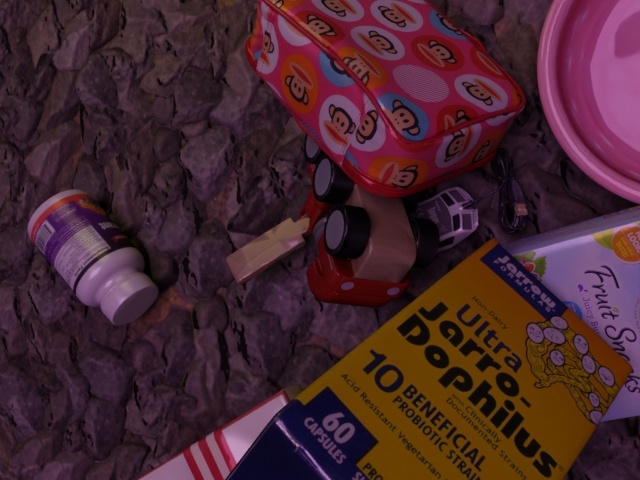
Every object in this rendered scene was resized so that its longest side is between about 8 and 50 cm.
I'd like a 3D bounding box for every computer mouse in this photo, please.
[{"bbox_3d":[0.156,-0.028,0.929,0.193,0.042,0.106,-24,67,21],"label":"computer mouse"}]

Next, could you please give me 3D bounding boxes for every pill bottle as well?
[{"bbox_3d":[-0.323,0.027,1.094,0.193,0.108,0.108,46,104,18],"label":"pill bottle"}]

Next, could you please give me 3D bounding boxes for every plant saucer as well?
[{"bbox_3d":[0.406,-0.191,0.811,0.332,0.084,0.332,-1,88,24],"label":"plant saucer"}]

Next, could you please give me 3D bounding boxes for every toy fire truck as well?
[{"bbox_3d":[0.000,0.000,0.929,0.246,0.158,0.217,121,147,-42],"label":"toy fire truck"}]

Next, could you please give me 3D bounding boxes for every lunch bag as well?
[{"bbox_3d":[0.083,-0.199,0.874,0.293,0.258,0.120,51,143,23],"label":"lunch bag"}]

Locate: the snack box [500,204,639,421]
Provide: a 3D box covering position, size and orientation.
[{"bbox_3d":[0.295,0.085,0.813,0.174,0.070,0.207,-17,101,27],"label":"snack box"}]

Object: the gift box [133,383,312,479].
[{"bbox_3d":[-0.021,0.319,0.874,0.255,0.258,0.276,-39,73,17],"label":"gift box"}]

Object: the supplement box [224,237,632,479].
[{"bbox_3d":[0.099,0.183,0.701,0.194,0.356,0.195,45,133,13],"label":"supplement box"}]
